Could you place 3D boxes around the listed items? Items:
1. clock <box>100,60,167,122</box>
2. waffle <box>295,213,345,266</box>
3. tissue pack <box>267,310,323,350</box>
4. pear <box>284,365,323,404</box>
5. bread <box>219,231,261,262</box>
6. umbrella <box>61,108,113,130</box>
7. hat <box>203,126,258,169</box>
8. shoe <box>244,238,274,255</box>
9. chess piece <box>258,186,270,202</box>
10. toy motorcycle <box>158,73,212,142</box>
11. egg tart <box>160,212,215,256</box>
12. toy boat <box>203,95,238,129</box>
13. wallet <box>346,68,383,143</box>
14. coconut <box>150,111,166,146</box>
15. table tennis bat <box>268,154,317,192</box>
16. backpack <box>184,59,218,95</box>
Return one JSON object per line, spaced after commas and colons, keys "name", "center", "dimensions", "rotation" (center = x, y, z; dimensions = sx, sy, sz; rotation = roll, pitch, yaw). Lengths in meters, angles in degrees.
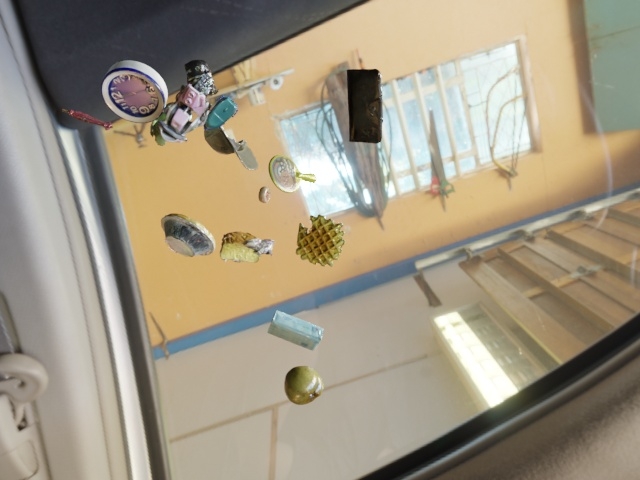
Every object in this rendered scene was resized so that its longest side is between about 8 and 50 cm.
{"name": "clock", "center": [-0.708, -0.566, 1.703], "dimensions": [0.230, 0.230, 0.083], "rotation": [-13, -130, 15]}
{"name": "waffle", "center": [-0.001, 0.000, 2.228], "dimensions": [0.250, 0.261, 0.056], "rotation": [14, -168, 13]}
{"name": "tissue pack", "center": [-0.128, 0.460, 2.272], "dimensions": [0.263, 0.177, 0.089], "rotation": [23, -126, -2]}
{"name": "pear", "center": [-0.074, 0.606, 1.864], "dimensions": [0.167, 0.167, 0.136], "rotation": [-28, -131, -26]}
{"name": "bread", "center": [-0.479, 0.032, 2.670], "dimensions": [0.260, 0.160, 0.147], "rotation": [4, -141, -28]}
{"name": "umbrella", "center": [-0.742, -0.388, 1.416], "dimensions": [0.165, 0.025, 0.027], "rotation": [19, -134, -4]}
{"name": "hat", "center": [-0.390, -0.380, 1.891], "dimensions": [0.149, 0.245, 0.214], "rotation": [-27, 154, 18]}
{"name": "shoe", "center": [-0.341, 0.042, 2.485], "dimensions": [0.180, 0.092, 0.089], "rotation": [3, 165, -31]}
{"name": "chess piece", "center": [-0.282, -0.231, 2.249], "dimensions": [0.038, 0.084, 0.083], "rotation": [11, -152, 17]}
{"name": "toy motorcycle", "center": [-0.493, -0.468, 1.632], "dimensions": [0.327, 0.143, 0.188], "rotation": [-32, -154, 51]}
{"name": "egg tart", "center": [-0.514, -0.007, 1.698], "dimensions": [0.234, 0.234, 0.094], "rotation": [-3, -134, 37]}
{"name": "toy boat", "center": [-0.405, -0.506, 1.781], "dimensions": [0.175, 0.091, 0.110], "rotation": [-38, -150, 18]}
{"name": "wallet", "center": [0.194, -0.585, 1.959], "dimensions": [0.172, 0.318, 0.045], "rotation": [12, -151, 30]}
{"name": "coconut", "center": [-0.654, -0.476, 1.830], "dimensions": [0.133, 0.055, 0.158], "rotation": [-50, -129, 14]}
{"name": "table tennis bat", "center": [-0.154, -0.374, 2.562], "dimensions": [0.054, 0.224, 0.368], "rotation": [-19, 166, 41]}
{"name": "backpack", "center": [-0.542, -0.718, 1.987], "dimensions": [0.120, 0.165, 0.106], "rotation": [-17, -165, 16]}
